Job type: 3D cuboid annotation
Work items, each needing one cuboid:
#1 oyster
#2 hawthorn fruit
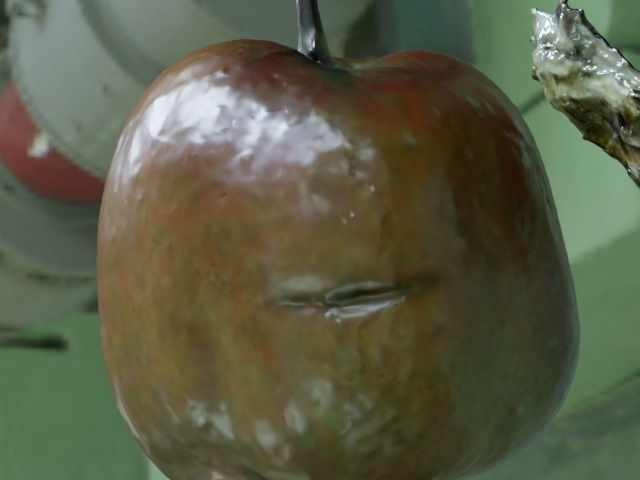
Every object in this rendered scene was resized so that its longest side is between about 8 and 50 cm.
[{"bbox_3d":[0.160,-0.062,0.925,0.166,0.053,0.108,43,164,36],"label":"oyster"},{"bbox_3d":[0.000,0.000,1.011,0.268,0.268,0.300,-7,96,64],"label":"hawthorn fruit"}]
